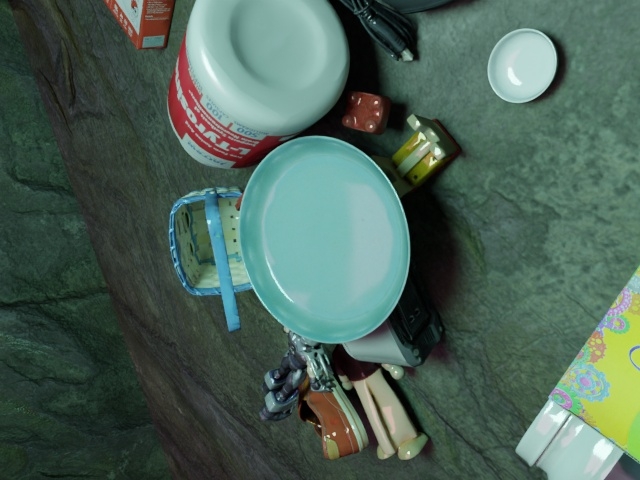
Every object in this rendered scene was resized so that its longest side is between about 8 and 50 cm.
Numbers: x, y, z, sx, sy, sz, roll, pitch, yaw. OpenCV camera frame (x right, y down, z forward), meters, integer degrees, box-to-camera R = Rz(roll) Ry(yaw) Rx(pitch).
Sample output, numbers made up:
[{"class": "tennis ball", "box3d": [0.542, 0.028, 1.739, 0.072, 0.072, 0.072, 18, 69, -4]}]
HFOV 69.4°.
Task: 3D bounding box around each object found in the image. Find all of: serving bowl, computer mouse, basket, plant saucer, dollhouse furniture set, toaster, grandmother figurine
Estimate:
[{"class": "serving bowl", "box3d": [0.248, -0.212, 0.560, 0.083, 0.027, 0.084, 26, 127, 39]}, {"class": "computer mouse", "box3d": [0.134, -0.324, 0.545, 0.272, 0.072, 0.188, -17, 139, 44]}, {"class": "basket", "box3d": [-0.208, 0.019, 0.969, 0.289, 0.200, 0.255, -133, 36, -63]}, {"class": "plant saucer", "box3d": [0.000, 0.000, 0.722, 0.317, 0.043, 0.318, 7, 103, 33]}, {"class": "dollhouse furniture set", "box3d": [0.042, -0.100, 0.796, 0.374, 0.152, 0.201, -43, 74, 32]}, {"class": "toaster", "box3d": [0.097, 0.110, 0.796, 0.146, 0.129, 0.227, -15, 106, 42]}, {"class": "grandmother figurine", "box3d": [0.089, 0.268, 0.935, 0.207, 0.104, 0.343, -34, 85, 43]}]

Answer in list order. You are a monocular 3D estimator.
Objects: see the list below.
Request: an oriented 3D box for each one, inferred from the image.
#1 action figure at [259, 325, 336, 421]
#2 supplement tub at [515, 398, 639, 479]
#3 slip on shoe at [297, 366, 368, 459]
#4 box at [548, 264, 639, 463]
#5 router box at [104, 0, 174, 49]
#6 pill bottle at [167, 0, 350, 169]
[{"class": "action figure", "box3d": [-0.047, 0.249, 0.947, 0.285, 0.099, 0.185, -61, 37, 37]}, {"class": "supplement tub", "box3d": [0.385, 0.265, 0.511, 0.272, 0.191, 0.191, 35, 132, 33]}, {"class": "slip on shoe", "box3d": [-0.012, 0.353, 1.043, 0.331, 0.101, 0.123, 43, 150, 56]}, {"class": "box", "box3d": [0.394, 0.092, 0.343, 0.290, 0.279, 0.177, 36, 133, 32]}, {"class": "router box", "box3d": [-0.456, -0.689, 1.092, 0.336, 0.082, 0.301, 54, 140, 16]}, {"class": "pill bottle", "box3d": [-0.136, -0.252, 0.794, 0.407, 0.228, 0.229, -9, 102, 66]}]
